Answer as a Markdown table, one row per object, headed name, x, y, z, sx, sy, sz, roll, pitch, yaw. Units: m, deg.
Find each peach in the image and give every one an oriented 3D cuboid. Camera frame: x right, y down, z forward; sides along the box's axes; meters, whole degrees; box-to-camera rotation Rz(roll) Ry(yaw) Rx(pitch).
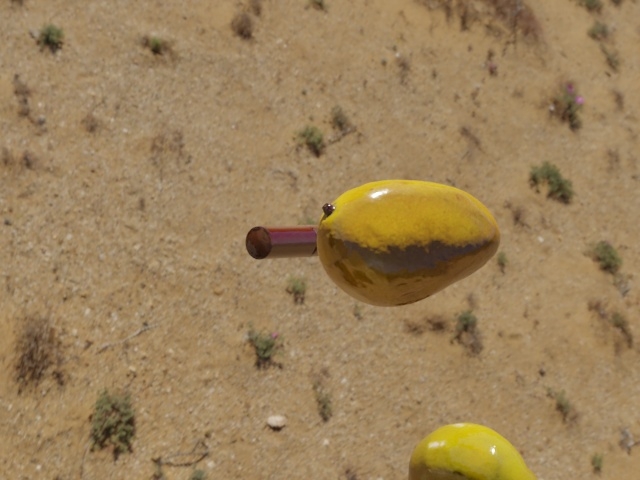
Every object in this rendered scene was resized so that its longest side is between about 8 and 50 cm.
| name | x | y | z | sx | sy | sz | roll | pitch | yaw |
| --- | --- | --- | --- | --- | --- | --- | --- | --- | --- |
| peach | 0.266 | 0.433 | 1.412 | 0.153 | 0.251 | 0.251 | -19 | 67 | -47 |

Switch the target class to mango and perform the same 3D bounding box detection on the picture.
| name | x | y | z | sx | sy | sz | roll | pitch | yaw |
| --- | --- | --- | --- | --- | --- | --- | --- | --- | --- |
| mango | 0.103 | 0.004 | 0.939 | 0.227 | 0.147 | 0.109 | 1 | 12 | -21 |

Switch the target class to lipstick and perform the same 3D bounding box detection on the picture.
| name | x | y | z | sx | sy | sz | roll | pitch | yaw |
| --- | --- | --- | --- | --- | --- | --- | --- | --- | --- |
| lipstick | 0.000 | 0.000 | 1.413 | 0.356 | 0.057 | 0.057 | -3 | 55 | -58 |
